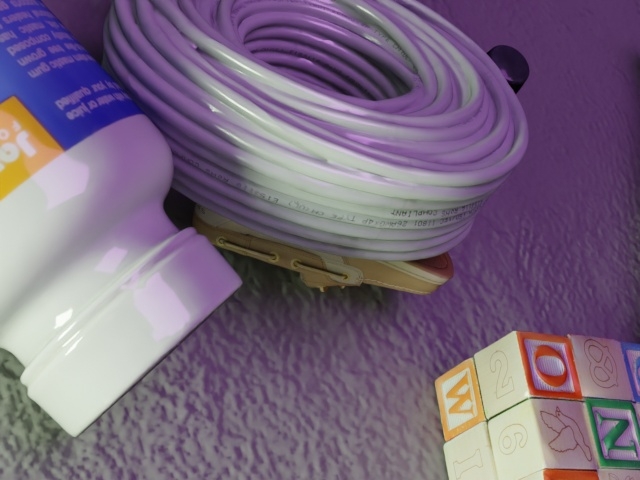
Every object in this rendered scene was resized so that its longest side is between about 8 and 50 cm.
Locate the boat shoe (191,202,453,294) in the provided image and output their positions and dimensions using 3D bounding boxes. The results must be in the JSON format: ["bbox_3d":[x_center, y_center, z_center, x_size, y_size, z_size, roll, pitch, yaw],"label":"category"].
[{"bbox_3d":[0.000,0.000,0.674,0.170,0.059,0.063,22,31,-14],"label":"boat shoe"}]

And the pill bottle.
[{"bbox_3d":[-0.169,-0.041,0.521,0.272,0.152,0.152,47,48,0],"label":"pill bottle"}]

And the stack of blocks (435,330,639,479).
[{"bbox_3d":[0.185,0.212,0.646,0.171,0.087,0.297,8,59,-30],"label":"stack of blocks"}]

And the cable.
[{"bbox_3d":[-0.006,-0.088,0.647,0.257,0.089,0.257,2,39,-31],"label":"cable"}]

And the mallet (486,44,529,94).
[{"bbox_3d":[0.080,-0.098,0.784,0.190,0.062,0.039,-23,75,-40],"label":"mallet"}]
